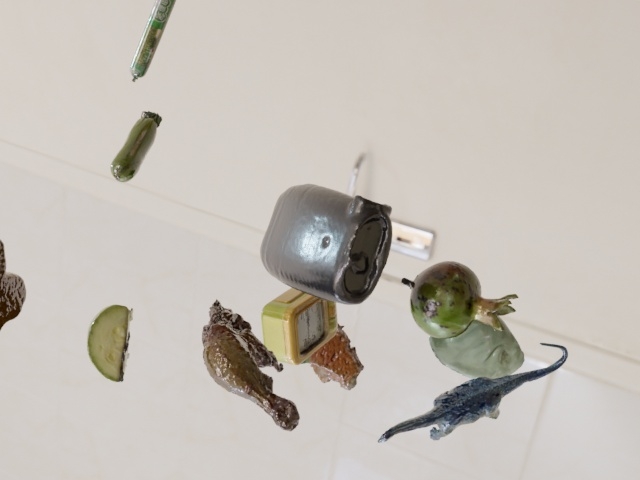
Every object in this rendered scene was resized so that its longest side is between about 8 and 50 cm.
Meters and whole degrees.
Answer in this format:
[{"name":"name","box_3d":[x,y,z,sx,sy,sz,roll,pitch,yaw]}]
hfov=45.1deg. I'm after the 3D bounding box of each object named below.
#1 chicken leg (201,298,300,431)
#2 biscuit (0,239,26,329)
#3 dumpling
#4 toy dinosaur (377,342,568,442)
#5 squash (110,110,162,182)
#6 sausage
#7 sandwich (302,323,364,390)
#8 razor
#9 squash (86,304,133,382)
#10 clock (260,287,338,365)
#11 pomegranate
[{"name":"chicken leg","box_3d":[-0.129,0.206,1.318,0.083,0.177,0.322,-54,20,8]},{"name":"biscuit","box_3d":[-0.658,0.191,1.340,0.283,0.064,0.432,96,-171,-55]},{"name":"dumpling","box_3d":[0.329,0.215,1.656,0.153,0.219,0.108,-53,-20,7]},{"name":"toy dinosaur","box_3d":[0.259,0.281,1.334,0.362,0.077,0.147,-21,-21,-8]},{"name":"squash","box_3d":[-0.334,-0.170,1.396,0.052,0.052,0.184,85,-167,-46]},{"name":"sausage","box_3d":[-0.271,-0.390,1.314,0.269,0.032,0.033,-62,-16,22]},{"name":"sandwich","box_3d":[-0.014,0.290,2.101,0.162,0.301,0.250,-29,-24,-49]},{"name":"razor","box_3d":[-0.002,-0.001,1.450,0.113,0.349,0.205,18,-91,-28]},{"name":"squash","box_3d":[-0.474,0.214,1.741,0.252,0.093,0.170,-171,88,-78]},{"name":"clock","box_3d":[-0.044,0.184,1.763,0.202,0.096,0.144,-31,-56,-53]},{"name":"pomegranate","box_3d":[0.273,0.116,1.515,0.156,0.220,0.156,2,-93,-50]}]
